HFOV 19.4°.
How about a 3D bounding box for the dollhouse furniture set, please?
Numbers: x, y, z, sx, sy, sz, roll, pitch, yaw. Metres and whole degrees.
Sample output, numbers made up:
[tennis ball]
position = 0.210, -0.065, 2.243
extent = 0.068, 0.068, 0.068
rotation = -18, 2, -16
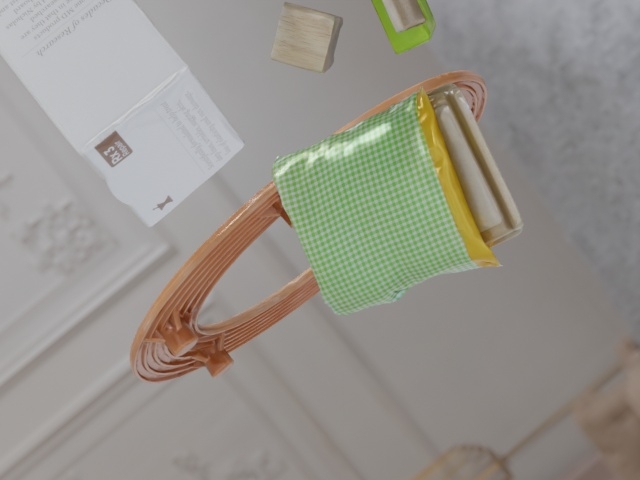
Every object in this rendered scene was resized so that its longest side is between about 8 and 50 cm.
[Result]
[dollhouse furniture set]
position = 0.003, -0.047, 0.606
extent = 0.152, 0.076, 0.058
rotation = 65, -163, -4

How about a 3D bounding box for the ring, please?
[ring]
position = 0.000, 0.000, 1.379
extent = 0.032, 0.336, 0.336
rotation = 51, 175, 13

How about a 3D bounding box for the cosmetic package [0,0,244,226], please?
[cosmetic package]
position = -0.151, -0.129, 1.105
extent = 0.231, 0.085, 0.117
rotation = 49, 177, 24
